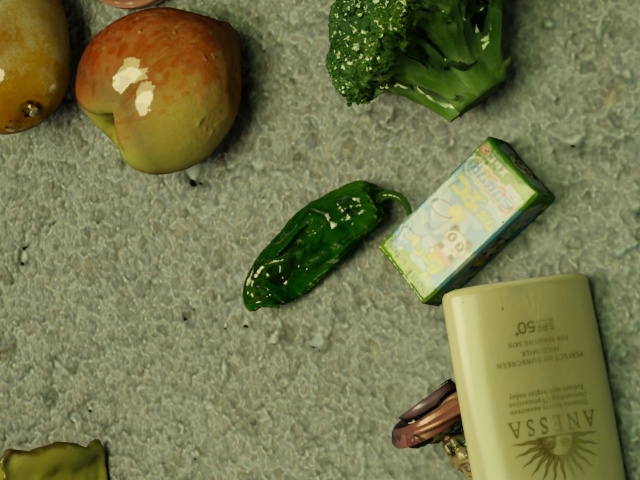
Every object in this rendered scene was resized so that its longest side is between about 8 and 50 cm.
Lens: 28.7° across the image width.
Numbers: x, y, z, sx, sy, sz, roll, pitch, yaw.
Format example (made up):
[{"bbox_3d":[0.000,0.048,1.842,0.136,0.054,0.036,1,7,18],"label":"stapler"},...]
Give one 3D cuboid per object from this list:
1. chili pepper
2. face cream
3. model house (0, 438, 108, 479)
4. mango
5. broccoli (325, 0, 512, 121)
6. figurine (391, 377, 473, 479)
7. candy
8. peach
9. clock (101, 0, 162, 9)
[{"bbox_3d":[-0.001,0.003,1.569,0.257,0.074,0.100,-41,62,29],"label":"chili pepper"},{"bbox_3d":[0.241,0.216,1.362,0.173,0.081,0.348,-6,81,-13],"label":"face cream"},{"bbox_3d":[-0.436,0.372,1.748,0.234,0.193,0.175,-8,84,34],"label":"model house"},{"bbox_3d":[-0.484,-0.318,1.813,0.221,0.199,0.384,-42,65,23],"label":"mango"},{"bbox_3d":[0.118,-0.257,1.437,0.269,0.261,0.241,-36,92,-15],"label":"broccoli"},{"bbox_3d":[0.169,0.224,1.434,0.157,0.126,0.114,32,61,5],"label":"figurine"},{"bbox_3d":[0.168,-0.021,1.467,0.194,0.062,0.097,-46,65,20],"label":"candy"},{"bbox_3d":[-0.198,-0.206,1.647,0.232,0.232,0.232,-2,86,32],"label":"peach"},{"bbox_3d":[-0.258,-0.447,1.765,0.244,0.056,0.244,-3,83,30],"label":"clock"}]
